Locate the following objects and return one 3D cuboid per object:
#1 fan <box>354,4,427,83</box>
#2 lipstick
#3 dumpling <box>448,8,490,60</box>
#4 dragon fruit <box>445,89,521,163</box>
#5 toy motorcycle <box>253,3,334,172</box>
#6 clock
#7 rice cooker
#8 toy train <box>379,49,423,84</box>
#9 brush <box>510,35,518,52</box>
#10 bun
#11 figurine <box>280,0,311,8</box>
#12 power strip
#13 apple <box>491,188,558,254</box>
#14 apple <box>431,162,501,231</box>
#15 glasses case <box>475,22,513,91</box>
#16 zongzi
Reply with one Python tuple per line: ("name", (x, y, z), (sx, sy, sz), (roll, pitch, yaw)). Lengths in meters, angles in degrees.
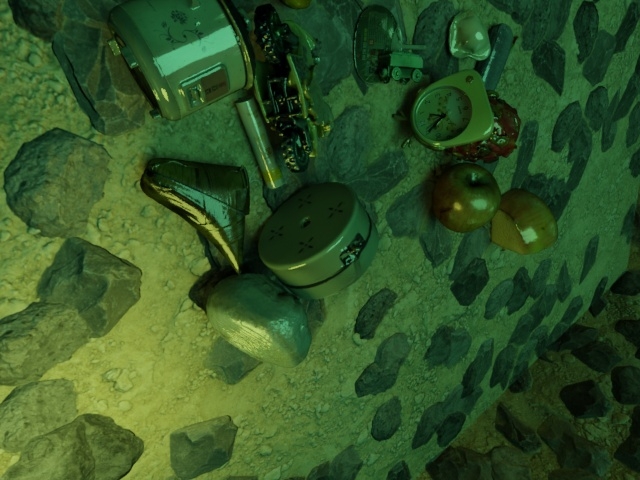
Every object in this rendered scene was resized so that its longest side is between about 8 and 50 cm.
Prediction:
("fan", (0.210, -0.599, 1.367), (0.294, 0.012, 0.224), (20, 97, -40))
("lipstick", (-0.169, -0.274, 1.206), (0.059, 0.059, 0.264), (-32, 125, -21))
("dumpling", (0.514, -0.699, 1.489), (0.134, 0.100, 0.169), (-36, 125, 0))
("dragon fruit", (0.562, -0.419, 1.556), (0.290, 0.250, 0.270), (10, 81, -9))
("toy motorcycle", (-0.077, -0.395, 1.124), (0.237, 0.168, 0.411), (-56, 140, -55))
("clock", (0.407, -0.415, 1.431), (0.096, 0.307, 0.235), (-3, 79, -71))
("rice cooker", (-0.285, -0.423, 0.935), (0.316, 0.264, 0.317), (-34, 159, -15))
("toy train", (0.262, -0.560, 1.376), (0.171, 0.070, 0.100), (-11, 108, -32))
("brush", (0.758, -0.771, 1.680), (0.021, 0.018, 0.083), (32, 90, -49))
("bun", (-0.173, 0.232, 1.270), (0.194, 0.354, 0.355), (-58, 133, -29))
("figurine", (-0.113, -0.668, 1.021), (0.227, 0.215, 0.216), (-5, 113, -18))
("power strip", (0.000, 0.000, 1.248), (0.357, 0.357, 0.161), (-46, 127, -11))
("apple", (0.973, -0.090, 2.023), (0.308, 0.314, 0.252), (-24, 165, -18))
("apple", (0.559, -0.159, 1.655), (0.264, 0.264, 0.265), (-14, 117, -30))
("glasses case", (0.651, -0.672, 1.616), (0.109, 0.067, 0.283), (10, 105, -35))
("zongzi", (-0.315, -0.054, 1.106), (0.285, 0.138, 0.301), (0, 89, -34))
